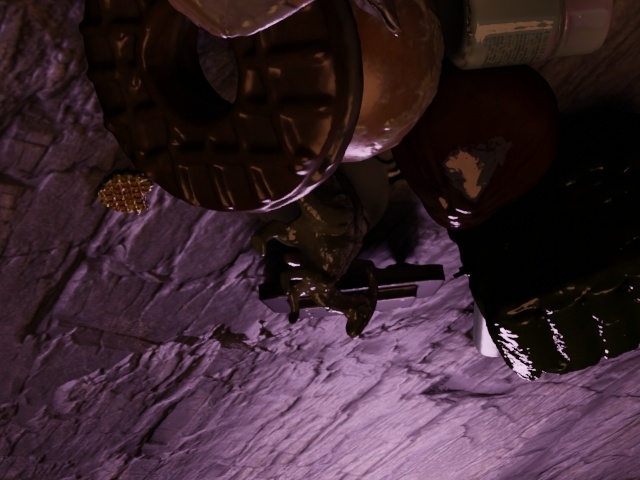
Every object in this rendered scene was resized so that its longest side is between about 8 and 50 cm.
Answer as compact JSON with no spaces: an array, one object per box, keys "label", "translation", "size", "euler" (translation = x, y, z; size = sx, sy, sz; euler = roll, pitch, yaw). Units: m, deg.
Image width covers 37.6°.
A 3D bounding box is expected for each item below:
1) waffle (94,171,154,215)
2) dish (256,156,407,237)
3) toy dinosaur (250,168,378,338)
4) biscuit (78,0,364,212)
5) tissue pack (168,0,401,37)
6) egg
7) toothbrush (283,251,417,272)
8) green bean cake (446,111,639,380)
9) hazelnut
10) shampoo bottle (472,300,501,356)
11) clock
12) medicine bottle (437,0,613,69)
[{"label":"waffle","translation":[-0.267,-0.067,1.298],"size":[0.078,0.016,0.085],"euler":[12,139,-30]},{"label":"dish","translation":[0.027,-0.046,1.358],"size":[0.246,0.078,0.224],"euler":[-18,144,10]},{"label":"toy dinosaur","translation":[-0.005,0.001,1.254],"size":[0.162,0.077,0.294],"euler":[-23,116,-36]},{"label":"biscuit","translation":[-0.104,-0.180,0.947],"size":[0.332,0.332,0.103],"euler":[-45,174,39]},{"label":"tissue pack","translation":[-0.025,-0.316,0.758],"size":[0.238,0.306,0.239],"euler":[-8,145,-5]},{"label":"egg","translation":[0.032,-0.197,1.037],"size":[0.203,0.203,0.245],"euler":[1,137,-17]},{"label":"toothbrush","translation":[0.050,0.039,1.430],"size":[0.037,0.028,0.375],"euler":[-25,163,29]},{"label":"green bean cake","translation":[0.343,-0.007,1.302],"size":[0.335,0.319,0.218],"euler":[-21,142,7]},{"label":"hazelnut","translation":[0.190,-0.120,1.190],"size":[0.217,0.217,0.251],"euler":[-7,157,-6]},{"label":"shampoo bottle","translation":[0.335,0.082,1.629],"size":[0.134,0.078,0.359],"euler":[-14,145,-2]},{"label":"clock","translation":[0.050,0.085,1.464],"size":[0.273,0.049,0.279],"euler":[-6,171,2]},{"label":"medicine bottle","translation":[0.227,-0.265,1.056],"size":[0.168,0.135,0.135],"euler":[-7,145,-5]}]
